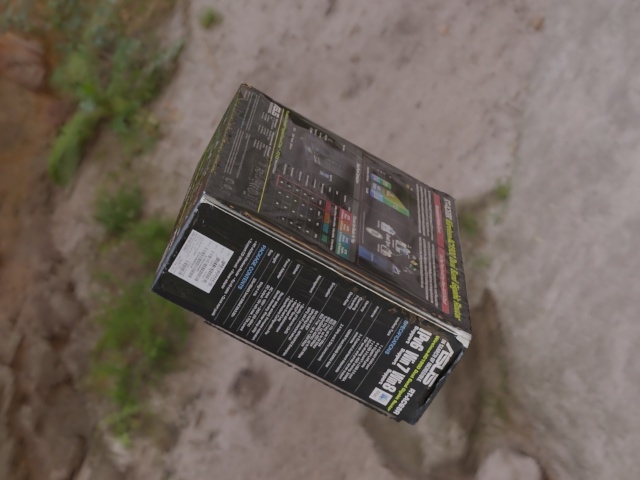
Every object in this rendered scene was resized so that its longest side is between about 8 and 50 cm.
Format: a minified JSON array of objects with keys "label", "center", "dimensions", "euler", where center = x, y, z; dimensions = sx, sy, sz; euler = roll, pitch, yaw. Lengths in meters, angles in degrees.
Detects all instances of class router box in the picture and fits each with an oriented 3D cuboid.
[{"label":"router box","center":[0.000,0.000,0.475],"dimensions":[0.038,0.092,0.122],"euler":[-59,8,21]}]
